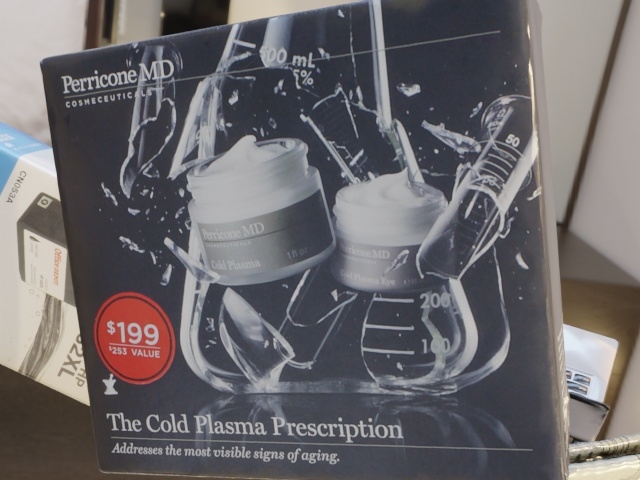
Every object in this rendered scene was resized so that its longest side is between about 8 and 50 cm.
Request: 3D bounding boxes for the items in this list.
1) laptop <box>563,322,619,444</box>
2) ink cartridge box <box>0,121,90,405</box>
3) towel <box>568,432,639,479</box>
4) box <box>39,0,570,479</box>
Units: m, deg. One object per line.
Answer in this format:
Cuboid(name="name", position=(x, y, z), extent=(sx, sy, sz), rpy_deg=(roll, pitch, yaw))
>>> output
Cuboid(name="laptop", position=(0.250, 0.135, 1.155), extent=(0.408, 0.382, 0.236), rpy_deg=(-48, 148, -48))
Cuboid(name="ink cartridge box", position=(-0.293, 0.035, 0.877), extent=(0.223, 0.307, 0.129), rpy_deg=(-61, -172, 6))
Cuboid(name="towel", position=(0.305, 0.326, 0.966), extent=(0.312, 0.324, 0.056), rpy_deg=(117, -37, -48))
Cuboid(name="box", position=(0.000, 0.000, 0.578), extent=(0.179, 0.343, 0.312), rpy_deg=(-21, 105, -70))
